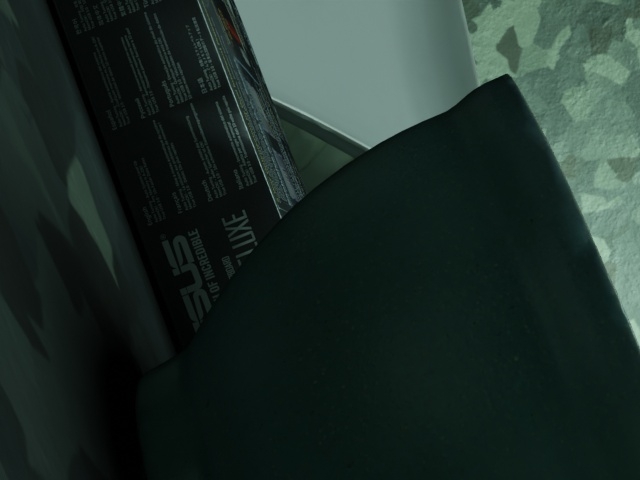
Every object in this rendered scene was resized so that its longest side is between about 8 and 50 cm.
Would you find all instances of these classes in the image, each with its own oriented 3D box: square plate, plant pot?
[{"bbox_3d":[-0.016,-0.195,1.450,0.344,0.049,0.347,26,42,-37],"label":"square plate"},{"bbox_3d":[0.042,0.102,0.819,0.293,0.196,0.293,-21,90,-87],"label":"plant pot"}]

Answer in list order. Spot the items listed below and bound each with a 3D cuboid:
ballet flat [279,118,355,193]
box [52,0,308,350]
[{"bbox_3d":[-0.011,-0.115,1.795,0.182,0.164,0.483,42,10,-27],"label":"ballet flat"},{"bbox_3d":[-0.049,-0.019,1.090,0.242,0.076,0.307,38,31,-82],"label":"box"}]
